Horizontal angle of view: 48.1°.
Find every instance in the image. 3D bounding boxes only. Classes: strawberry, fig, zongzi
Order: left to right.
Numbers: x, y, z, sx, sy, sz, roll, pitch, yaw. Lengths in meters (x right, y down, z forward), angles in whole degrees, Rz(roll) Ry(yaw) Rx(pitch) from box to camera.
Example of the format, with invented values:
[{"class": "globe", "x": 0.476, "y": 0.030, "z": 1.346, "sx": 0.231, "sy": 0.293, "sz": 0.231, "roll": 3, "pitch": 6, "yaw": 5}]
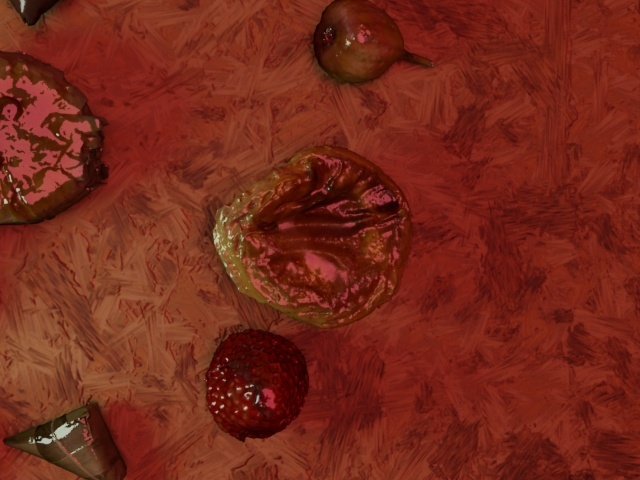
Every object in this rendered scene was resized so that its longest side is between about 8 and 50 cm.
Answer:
[{"class": "zongzi", "x": -0.449, "y": 0.389, "z": 1.273, "sx": 0.176, "sy": 0.078, "sz": 0.160, "roll": -24, "pitch": 95, "yaw": -2}, {"class": "strawberry", "x": -0.109, "y": 0.258, "z": 1.261, "sx": 0.205, "sy": 0.244, "sz": 0.205, "roll": 0, "pitch": 89, "yaw": -10}, {"class": "fig", "x": 0.117, "y": -0.374, "z": 1.389, "sx": 0.257, "sy": 0.159, "sz": 0.159, "roll": 8, "pitch": 87, "yaw": -30}]

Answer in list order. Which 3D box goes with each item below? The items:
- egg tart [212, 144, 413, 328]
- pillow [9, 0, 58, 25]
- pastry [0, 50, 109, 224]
[{"class": "egg tart", "x": 0.000, "y": 0.000, "z": 1.336, "sx": 0.351, "sy": 0.153, "sz": 0.339, "roll": -43, "pitch": 99, "yaw": -10}, {"class": "pillow", "x": -0.497, "y": -0.586, "z": 1.253, "sx": 0.305, "sy": 0.108, "sz": 0.308, "roll": -42, "pitch": 98, "yaw": -7}, {"class": "pastry", "x": -0.535, "y": -0.172, "z": 1.225, "sx": 0.329, "sy": 0.136, "sz": 0.330, "roll": 0, "pitch": 88, "yaw": -13}]
